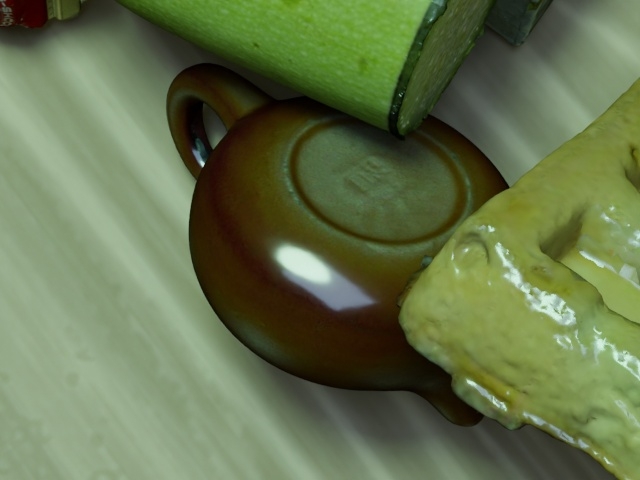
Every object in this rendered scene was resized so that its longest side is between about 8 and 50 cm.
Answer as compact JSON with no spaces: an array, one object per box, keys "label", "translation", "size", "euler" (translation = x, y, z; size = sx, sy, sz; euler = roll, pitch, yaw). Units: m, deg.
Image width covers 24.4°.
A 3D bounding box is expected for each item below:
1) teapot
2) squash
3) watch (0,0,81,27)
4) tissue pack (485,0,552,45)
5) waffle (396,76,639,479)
[{"label":"teapot","translation":[0.000,0.000,0.792],"size":[0.178,0.135,0.252],"euler":[-26,58,-40]},{"label":"squash","translation":[-0.035,-0.159,0.758],"size":[0.247,0.132,0.132],"euler":[26,80,12]},{"label":"watch","translation":[-0.146,-0.249,0.870],"size":[0.165,0.102,0.268],"euler":[40,73,2]},{"label":"tissue pack","translation":[0.117,-0.205,0.839],"size":[0.106,0.099,0.148],"euler":[36,81,7]},{"label":"waffle","translation":[0.246,0.020,0.713],"size":[0.304,0.077,0.348],"euler":[39,51,16]}]
